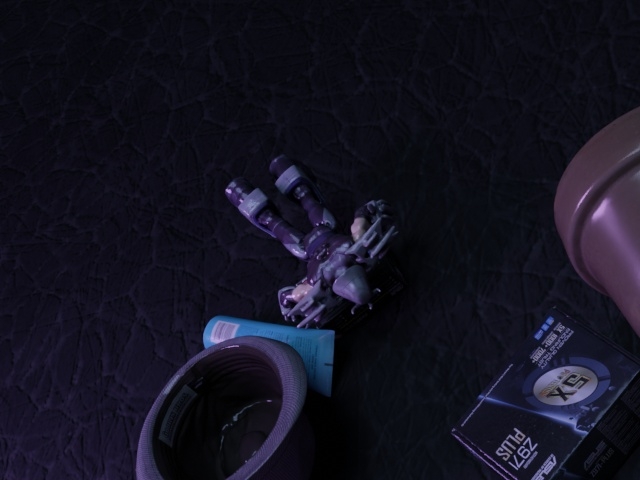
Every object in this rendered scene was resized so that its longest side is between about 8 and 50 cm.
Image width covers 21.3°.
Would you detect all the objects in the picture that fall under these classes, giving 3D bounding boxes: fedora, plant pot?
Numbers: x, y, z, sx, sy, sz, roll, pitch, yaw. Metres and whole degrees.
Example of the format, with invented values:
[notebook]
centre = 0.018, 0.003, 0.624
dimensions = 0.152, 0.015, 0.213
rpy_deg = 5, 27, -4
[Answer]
[fedora]
centre = -0.089, 0.239, 1.979
dimensions = 0.244, 0.124, 0.275
rpy_deg = -44, 32, -2
[plant pot]
centre = 0.375, 0.025, 1.638
dimensions = 0.263, 0.263, 0.229
rpy_deg = -30, 45, 21

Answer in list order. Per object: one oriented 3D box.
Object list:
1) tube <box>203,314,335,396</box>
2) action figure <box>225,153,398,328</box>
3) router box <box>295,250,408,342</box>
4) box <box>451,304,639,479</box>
[tube]
centre = -0.059, 0.133, 2.095
dimensions = 0.207, 0.052, 0.080
rpy_deg = 11, 106, 45
[action figure]
centre = 0.000, 0.000, 2.061
dimensions = 0.185, 0.099, 0.285
rpy_deg = -39, 43, -1
[router box]
centre = 0.038, 0.054, 2.083
dimensions = 0.122, 0.038, 0.092
rpy_deg = -38, 42, 11
[box]
centre = 0.250, 0.181, 1.765
dimensions = 0.180, 0.077, 0.147
rpy_deg = -50, 41, -2
